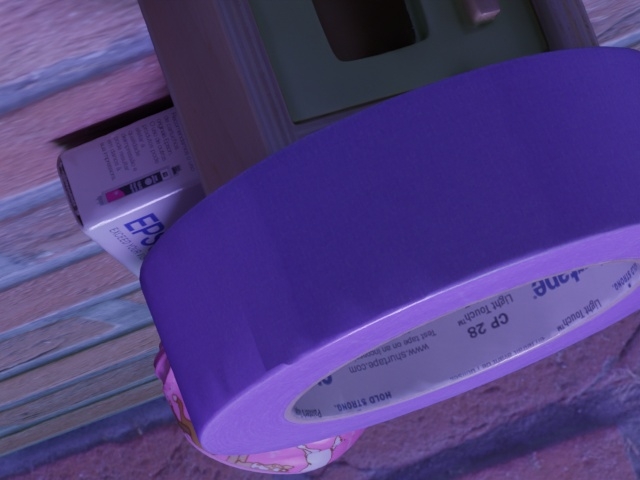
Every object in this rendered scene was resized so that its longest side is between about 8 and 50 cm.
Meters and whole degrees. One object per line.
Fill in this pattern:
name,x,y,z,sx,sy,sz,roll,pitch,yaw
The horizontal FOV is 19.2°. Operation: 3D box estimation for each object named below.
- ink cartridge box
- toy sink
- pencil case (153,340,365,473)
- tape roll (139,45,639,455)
ink cartridge box,0.012,-0.051,1.370,0.330,0.071,0.324,-21,163,5
toy sink,0.045,-0.119,0.928,0.234,0.153,0.131,-16,170,-19
pencil case,0.000,0.000,1.168,0.160,0.167,0.386,-50,168,-35
tape roll,0.055,0.011,0.914,0.275,0.090,0.275,-21,166,-6
